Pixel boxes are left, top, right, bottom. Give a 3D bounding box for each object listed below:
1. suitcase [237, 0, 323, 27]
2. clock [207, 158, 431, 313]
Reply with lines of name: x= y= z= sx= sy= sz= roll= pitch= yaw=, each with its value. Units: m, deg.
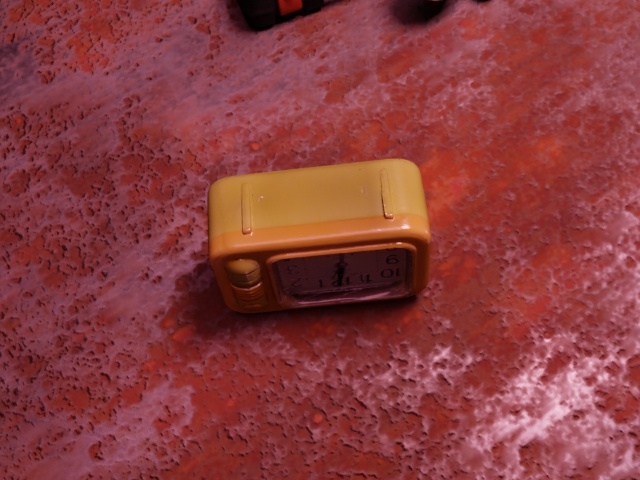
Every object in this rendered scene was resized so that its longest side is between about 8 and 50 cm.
suitcase: x=0.015 y=-0.377 z=1.154 sx=0.285 sy=0.066 sz=0.206 roll=-20 pitch=66 yaw=-5
clock: x=0.000 y=0.000 z=0.947 sx=0.202 sy=0.143 sz=0.096 roll=-7 pitch=59 yaw=1
